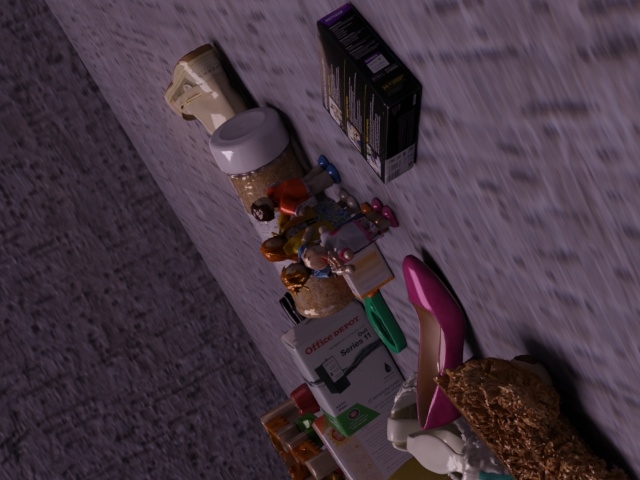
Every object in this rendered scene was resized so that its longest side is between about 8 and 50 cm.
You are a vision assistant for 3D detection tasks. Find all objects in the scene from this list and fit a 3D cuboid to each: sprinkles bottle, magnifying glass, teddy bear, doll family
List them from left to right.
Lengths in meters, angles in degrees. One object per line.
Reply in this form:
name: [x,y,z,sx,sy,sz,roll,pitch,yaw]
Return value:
sprinkles bottle: [-0.053,-0.039,1.804,0.121,0.121,0.355,39,158,57]
doll family: [0.000,0.000,1.584,0.263,0.163,0.118,41,161,53]
magnifying glass: [0.090,0.100,1.843,0.092,0.026,0.231,44,165,49]
teddy bear: [0.277,0.256,1.337,0.338,0.113,0.245,51,176,-8]

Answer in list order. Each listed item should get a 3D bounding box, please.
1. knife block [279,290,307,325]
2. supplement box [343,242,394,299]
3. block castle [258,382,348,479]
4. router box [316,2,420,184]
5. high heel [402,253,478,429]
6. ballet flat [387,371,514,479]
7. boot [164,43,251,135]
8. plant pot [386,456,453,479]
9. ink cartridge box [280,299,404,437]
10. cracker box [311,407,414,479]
knife block: [0.021,0.206,2.245,0.242,0.088,0.275,45,164,49]
supplement box: [0.059,0.031,1.680,0.098,0.062,0.036,61,169,-15]
block castle: [0.050,0.547,2.757,0.303,0.213,0.453,64,165,-15]
router box: [0.052,-0.159,1.239,0.133,0.046,0.179,53,168,20]
high heel: [0.139,0.140,1.500,0.244,0.117,0.082,63,167,-27]
ballet flat: [0.177,0.283,1.670,0.147,0.147,0.409,60,165,-14]
boot: [-0.173,-0.207,1.929,0.203,0.095,0.262,55,163,4]
plant pot: [0.221,0.554,2.020,0.239,0.254,0.254,33,158,28]
ink cartridge box: [0.046,0.228,2.039,0.208,0.153,0.087,60,168,-18]
cracker box: [0.110,0.431,2.310,0.232,0.156,0.067,55,169,10]
